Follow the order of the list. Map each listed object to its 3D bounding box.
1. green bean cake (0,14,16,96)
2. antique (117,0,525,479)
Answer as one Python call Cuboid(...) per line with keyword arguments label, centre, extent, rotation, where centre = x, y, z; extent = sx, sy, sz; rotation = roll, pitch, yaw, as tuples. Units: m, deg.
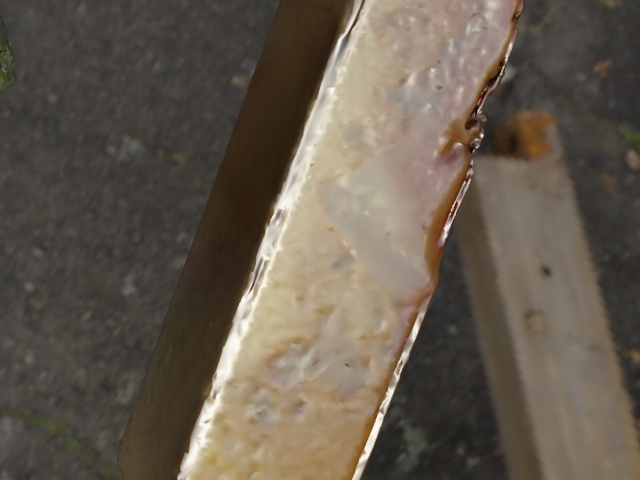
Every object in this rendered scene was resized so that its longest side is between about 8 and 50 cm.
Cuboid(label="green bean cake", centre=(-0.277, -0.171, 0.978), extent=(0.132, 0.255, 0.241), rotation=(-30, 83, -3))
Cuboid(label="antique", centre=(0.000, 0.000, 0.864), extent=(0.093, 0.310, 0.087), rotation=(13, 17, -24))
